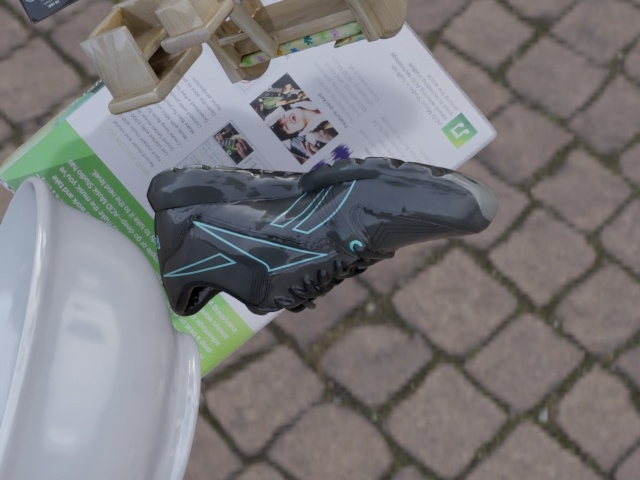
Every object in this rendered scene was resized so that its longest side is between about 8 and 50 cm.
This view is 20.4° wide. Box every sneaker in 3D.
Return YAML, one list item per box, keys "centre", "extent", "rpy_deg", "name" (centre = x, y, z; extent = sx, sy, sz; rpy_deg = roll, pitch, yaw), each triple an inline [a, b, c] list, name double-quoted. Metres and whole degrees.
- centre: [0.000, 0.000, 1.235]
  extent: [0.267, 0.101, 0.106]
  rpy_deg: [-3, 81, 31]
  name: "sneaker"

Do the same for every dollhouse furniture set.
- centre: [-0.010, -0.127, 0.989]
  extent: [0.182, 0.101, 0.161]
  rpy_deg: [-12, 30, 36]
  name: "dollhouse furniture set"

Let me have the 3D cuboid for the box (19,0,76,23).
- centre: [-0.082, -0.115, 0.615]
  extent: [0.062, 0.052, 0.083]
  rpy_deg: [-28, 14, 2]
  name: "box"

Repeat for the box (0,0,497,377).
- centre: [-0.058, -0.072, 1.399]
  extent: [0.322, 0.058, 0.232]
  rpy_deg: [-39, 102, 5]
  name: "box"

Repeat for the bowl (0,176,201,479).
- centre: [-0.163, 0.115, 1.170]
  extent: [0.134, 0.298, 0.298]
  rpy_deg: [13, 54, -17]
  name: "bowl"
